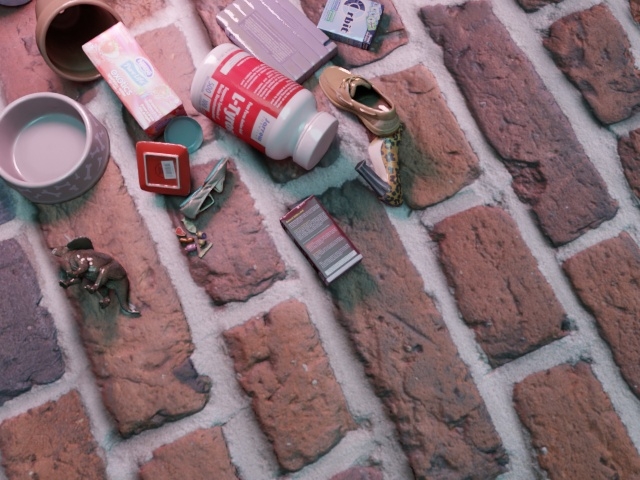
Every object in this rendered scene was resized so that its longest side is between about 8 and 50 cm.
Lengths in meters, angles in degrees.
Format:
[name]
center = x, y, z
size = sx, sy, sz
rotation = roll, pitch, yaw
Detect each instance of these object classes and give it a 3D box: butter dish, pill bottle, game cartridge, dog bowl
[butter dish]
center = -0.457, -0.229, 1.631
size = 0.160, 0.118, 0.160
rotation = 6, 118, 4
[pill bottle]
center = -0.160, -0.387, 1.610
size = 0.408, 0.229, 0.229
rotation = 33, 78, 7
[game cartridge]
center = -0.146, -0.666, 1.768
size = 0.230, 0.068, 0.355
rotation = -43, 81, -6
[dog bowl]
center = -0.827, -0.288, 1.641
size = 0.349, 0.102, 0.348
rotation = 0, 77, -1

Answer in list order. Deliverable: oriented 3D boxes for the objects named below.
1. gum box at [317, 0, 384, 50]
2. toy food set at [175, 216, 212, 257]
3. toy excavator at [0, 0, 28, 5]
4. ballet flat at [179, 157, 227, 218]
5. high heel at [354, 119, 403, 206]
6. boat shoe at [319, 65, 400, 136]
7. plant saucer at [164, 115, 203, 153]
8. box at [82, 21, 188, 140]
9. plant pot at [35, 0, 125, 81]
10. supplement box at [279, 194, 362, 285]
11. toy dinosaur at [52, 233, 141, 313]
[gum box]
center = 0.100, -0.731, 1.795
size = 0.184, 0.041, 0.157
rotation = 19, 76, 4
[toy food set]
center = -0.387, -0.008, 1.621
size = 0.122, 0.019, 0.078
rotation = 38, 79, 8
[toy excavator]
center = -0.945, -0.880, 1.754
size = 0.445, 0.222, 0.433
rotation = 44, 79, -5
[ballet flat]
center = -0.337, -0.154, 1.643
size = 0.068, 0.072, 0.213
rotation = 43, 79, -19
[high heel]
center = 0.230, -0.237, 1.676
size = 0.186, 0.093, 0.261
rotation = 45, 62, -16
[boat shoe]
center = 0.117, -0.454, 1.657
size = 0.122, 0.110, 0.341
rotation = -40, 61, -12
[plant saucer]
center = -0.422, -0.325, 1.669
size = 0.119, 0.021, 0.119
rotation = -11, 116, -23
[box]
center = -0.552, -0.473, 1.633
size = 0.142, 0.154, 0.300
rotation = -37, 92, -7
[plant pot]
center = -0.767, -0.665, 1.682
size = 0.263, 0.263, 0.229
rotation = -37, 60, -9
[supplement box]
center = 0.000, 0.000, 1.598
size = 0.130, 0.073, 0.239
rotation = -36, 80, -10
[toy dinosaur]
center = -0.627, 0.090, 1.539
size = 0.313, 0.121, 0.160
rotation = 30, 44, -7
